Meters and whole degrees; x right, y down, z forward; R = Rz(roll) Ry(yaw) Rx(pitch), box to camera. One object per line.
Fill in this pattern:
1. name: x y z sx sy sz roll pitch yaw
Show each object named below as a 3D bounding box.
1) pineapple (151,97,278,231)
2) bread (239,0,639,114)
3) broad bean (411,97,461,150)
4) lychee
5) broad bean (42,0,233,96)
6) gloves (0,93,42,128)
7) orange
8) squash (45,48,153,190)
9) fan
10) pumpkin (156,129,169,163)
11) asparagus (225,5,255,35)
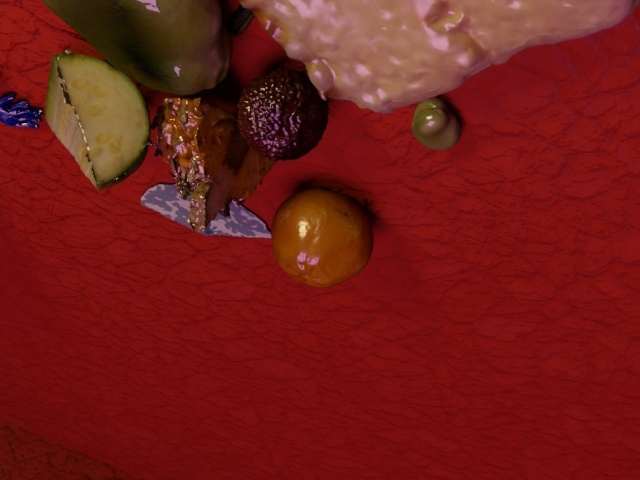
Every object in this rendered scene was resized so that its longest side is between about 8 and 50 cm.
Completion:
1. pineapple: -0.175 -0.097 1.301 0.140 0.164 0.250 12 179 22
2. bread: 0.071 -0.341 0.651 0.279 0.390 0.371 -12 134 47
3. broad bean: 0.147 -0.146 1.202 0.063 0.045 0.083 -7 147 19
4. lychee: -0.054 -0.162 1.223 0.129 0.123 0.123 0 143 43
5. broad bean: -0.223 -0.289 1.131 0.238 0.119 0.291 -5 138 50
6. gloves: -0.479 -0.204 1.482 0.086 0.026 0.064 13 144 14
7. orange: 0.000 0.000 1.409 0.159 0.136 0.159 17 146 12
8. squash: -0.307 -0.144 1.327 0.111 0.203 0.289 -18 173 -21
9. fan: -0.192 -0.048 1.564 0.240 0.009 0.131 15 146 10
10. pumpkin: -0.212 -0.135 1.426 0.073 0.035 0.101 10 144 12
11. asparagus: -0.058 -0.306 1.101 0.233 0.022 0.023 -36 73 55
